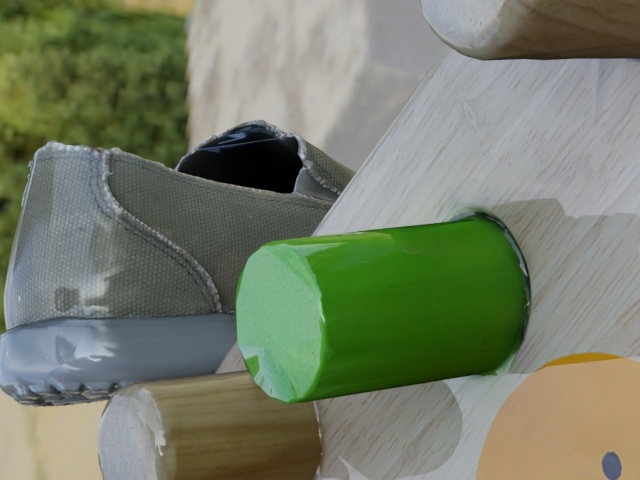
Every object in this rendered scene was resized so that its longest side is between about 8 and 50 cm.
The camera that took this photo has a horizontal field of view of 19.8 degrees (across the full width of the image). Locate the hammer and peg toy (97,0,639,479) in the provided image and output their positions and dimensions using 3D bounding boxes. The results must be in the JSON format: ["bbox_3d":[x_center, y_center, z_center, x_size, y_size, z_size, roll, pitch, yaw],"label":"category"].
[{"bbox_3d":[0.097,0.044,0.361,0.361,0.127,0.266,-53,52,43],"label":"hammer and peg toy"}]

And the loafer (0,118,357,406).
[{"bbox_3d":[0.000,0.000,0.614,0.094,0.251,0.087,-11,85,40],"label":"loafer"}]
